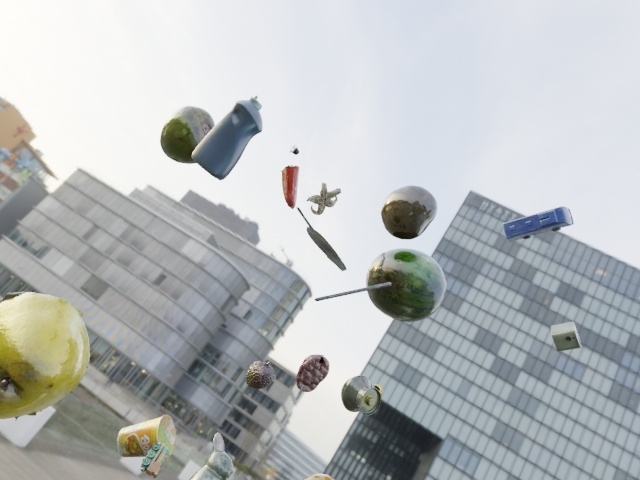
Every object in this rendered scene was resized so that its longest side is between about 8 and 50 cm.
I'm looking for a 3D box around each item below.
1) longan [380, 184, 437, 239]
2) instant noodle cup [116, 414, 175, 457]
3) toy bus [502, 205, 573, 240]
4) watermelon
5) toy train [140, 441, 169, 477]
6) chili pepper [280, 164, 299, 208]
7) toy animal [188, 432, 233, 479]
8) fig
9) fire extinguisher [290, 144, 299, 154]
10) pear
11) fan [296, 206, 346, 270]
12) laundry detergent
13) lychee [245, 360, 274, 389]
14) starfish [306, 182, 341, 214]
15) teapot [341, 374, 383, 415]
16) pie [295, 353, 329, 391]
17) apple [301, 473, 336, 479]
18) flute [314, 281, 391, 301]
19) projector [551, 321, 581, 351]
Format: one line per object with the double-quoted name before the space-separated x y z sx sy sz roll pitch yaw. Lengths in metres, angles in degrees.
"longan" 0.382 -0.121 2.155 0.248 0.248 0.248 30 -24 15
"instant noodle cup" -0.698 0.794 1.999 0.184 0.169 0.168 -12 -37 7
"toy bus" 0.806 -0.058 1.865 0.236 0.079 0.094 -19 -13 33
"watermelon" 0.380 0.196 2.230 0.363 0.363 0.363 30 -24 15
"toy train" -0.523 0.692 1.590 0.064 0.103 0.044 26 -53 1
"chili pepper" -0.110 -0.195 1.906 0.064 0.169 0.088 9 -23 -28
"toy animal" -0.334 0.719 1.549 0.125 0.251 0.127 32 -45 -9
"fig" -0.434 -0.337 1.630 0.190 0.181 0.181 -22 -55 24
"fire extinguisher" -0.106 -0.369 2.033 0.025 0.038 0.083 26 8 -22
"pear" -0.568 0.242 0.975 0.267 0.267 0.178 48 -21 -26
"fan" -0.001 0.001 1.876 0.335 0.011 0.229 55 -12 -28
"laundry detergent" -0.199 -0.241 1.139 0.096 0.206 0.061 38 1 17
"lychee" -0.151 0.338 1.260 0.068 0.083 0.067 41 10 2
"starfish" 0.017 -0.188 2.263 0.209 0.151 0.053 -4 8 -45
"teapot" 0.154 0.537 1.745 0.119 0.165 0.131 13 -76 54
"pie" -0.031 0.483 1.830 0.038 0.153 0.154 34 -17 48
"apple" -0.011 0.739 1.374 0.182 0.183 0.155 29 -13 16
"flute" 0.104 0.158 1.549 0.014 0.269 0.014 35 -51 58
"projector" 0.914 0.359 1.867 0.082 0.083 0.083 -19 -76 29
